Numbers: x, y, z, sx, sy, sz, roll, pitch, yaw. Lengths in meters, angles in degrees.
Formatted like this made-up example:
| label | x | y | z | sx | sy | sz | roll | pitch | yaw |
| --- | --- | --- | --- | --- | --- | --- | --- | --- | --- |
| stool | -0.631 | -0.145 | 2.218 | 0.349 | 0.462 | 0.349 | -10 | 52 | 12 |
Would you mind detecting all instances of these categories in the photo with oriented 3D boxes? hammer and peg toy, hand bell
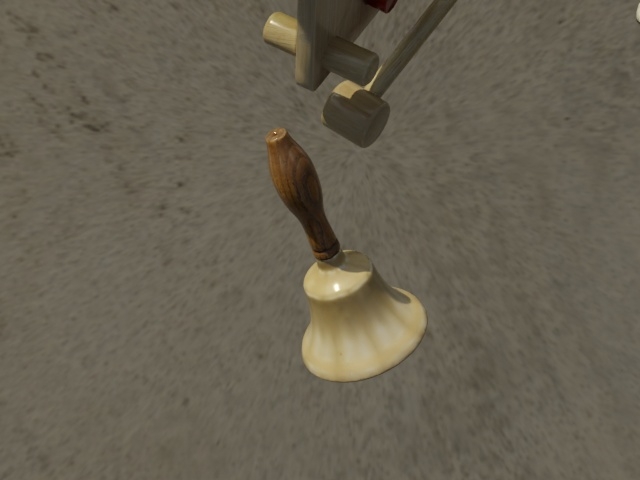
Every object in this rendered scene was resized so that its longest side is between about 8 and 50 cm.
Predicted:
| label | x | y | z | sx | sy | sz | roll | pitch | yaw |
| --- | --- | --- | --- | --- | --- | --- | --- | --- | --- |
| hammer and peg toy | 0.049 | -0.286 | 1.465 | 0.127 | 0.361 | 0.266 | 26 | 58 | 16 |
| hand bell | 0.000 | 0.000 | 1.264 | 0.126 | 0.126 | 0.242 | -23 | 124 | 3 |

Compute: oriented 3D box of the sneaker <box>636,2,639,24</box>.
| label | x | y | z | sx | sy | sz | roll | pitch | yaw |
| --- | --- | --- | --- | --- | --- | --- | --- | --- | --- |
| sneaker | 0.371 | -0.282 | 1.193 | 0.158 | 0.410 | 0.182 | 12 | 124 | 15 |
